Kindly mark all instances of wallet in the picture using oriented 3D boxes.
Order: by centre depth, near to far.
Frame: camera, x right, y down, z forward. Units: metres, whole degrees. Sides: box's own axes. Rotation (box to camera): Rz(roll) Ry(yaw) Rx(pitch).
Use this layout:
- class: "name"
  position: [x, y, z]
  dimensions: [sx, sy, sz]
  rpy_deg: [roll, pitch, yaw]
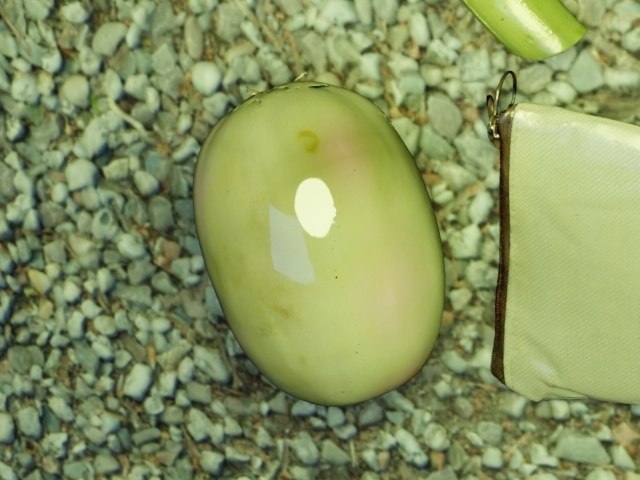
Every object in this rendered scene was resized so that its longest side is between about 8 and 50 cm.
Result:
- class: "wallet"
  position: [0.273, 0.019, 1.746]
  dimensions: [0.274, 0.068, 0.335]
  rpy_deg: [12, 123, 24]

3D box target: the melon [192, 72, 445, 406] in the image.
- class: "melon"
  position: [0.000, 0.000, 1.767]
  dimensions: [0.223, 0.223, 0.317]
  rpy_deg: [-14, 101, 29]

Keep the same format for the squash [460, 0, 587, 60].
- class: "squash"
  position: [0.138, -0.263, 1.673]
  dimensions: [0.083, 0.083, 0.250]
  rpy_deg: [-31, 99, 32]
